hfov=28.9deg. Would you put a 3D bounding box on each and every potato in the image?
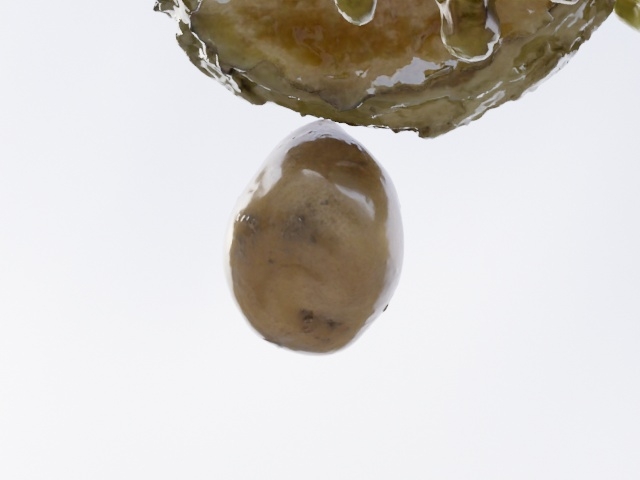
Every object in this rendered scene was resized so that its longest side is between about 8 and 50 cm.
[{"bbox_3d":[0.000,0.002,0.771,0.112,0.112,0.147,9,-70,2],"label":"potato"}]

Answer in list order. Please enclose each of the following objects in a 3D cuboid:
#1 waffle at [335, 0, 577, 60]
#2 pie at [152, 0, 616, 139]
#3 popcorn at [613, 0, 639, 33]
[{"bbox_3d":[0.033,-0.206,0.427,0.260,0.069,0.293,-36,-72,19],"label":"waffle"},{"bbox_3d":[0.036,-0.225,0.744,0.339,0.083,0.339,-1,-99,6],"label":"pie"},{"bbox_3d":[0.318,-0.216,0.775,0.293,0.237,0.293,1,-97,-6],"label":"popcorn"}]
